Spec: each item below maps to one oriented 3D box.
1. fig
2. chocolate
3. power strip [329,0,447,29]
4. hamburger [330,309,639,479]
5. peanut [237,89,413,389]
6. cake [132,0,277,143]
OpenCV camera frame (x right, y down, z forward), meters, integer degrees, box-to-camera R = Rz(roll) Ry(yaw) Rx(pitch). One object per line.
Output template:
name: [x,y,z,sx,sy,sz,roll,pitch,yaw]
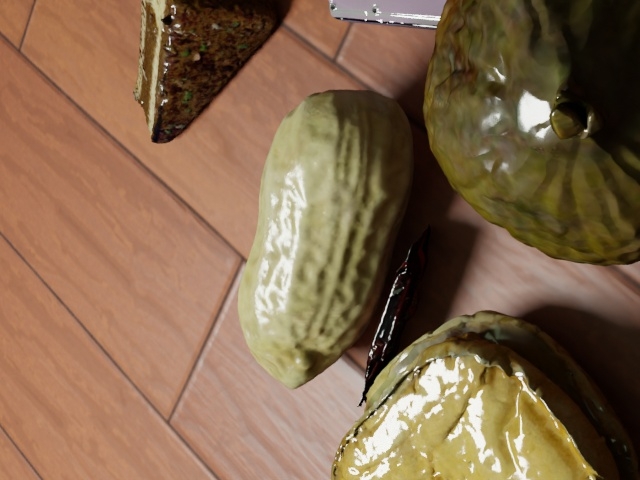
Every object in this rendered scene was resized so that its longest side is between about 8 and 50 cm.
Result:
fig: [0.181,-0.113,0.666,0.286,0.368,0.286,3,98,23]
chocolate: [0.075,0.073,0.959,0.028,0.086,0.183,24,107,12]
power strip: [0.119,-0.251,0.918,0.278,0.037,0.109,15,103,37]
hamburger: [0.138,0.212,0.879,0.283,0.144,0.260,-43,72,28]
peanut: [0.000,0.000,0.972,0.152,0.152,0.313,27,116,34]
cake: [-0.135,-0.220,1.125,0.246,0.135,0.112,109,144,-54]
